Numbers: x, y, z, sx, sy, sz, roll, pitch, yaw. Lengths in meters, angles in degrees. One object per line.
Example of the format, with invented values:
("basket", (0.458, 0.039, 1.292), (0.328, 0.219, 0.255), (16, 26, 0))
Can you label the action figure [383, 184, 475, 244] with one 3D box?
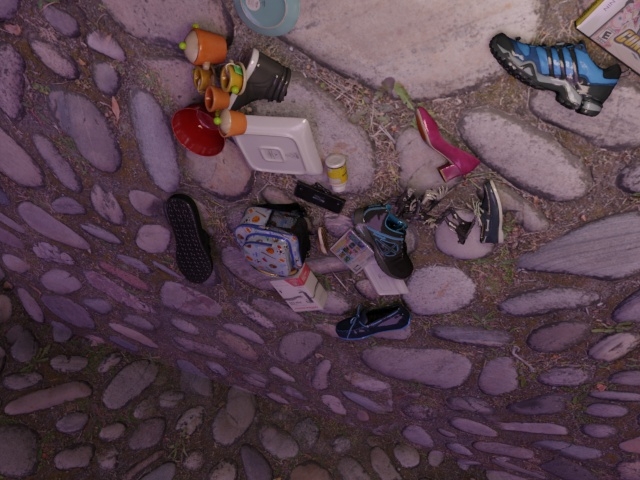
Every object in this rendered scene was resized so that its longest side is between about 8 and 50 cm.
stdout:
("action figure", (0.338, -0.102, 1.495), (0.275, 0.164, 0.141), (27, 122, 15))

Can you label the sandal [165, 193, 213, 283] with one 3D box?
("sandal", (-0.529, -0.006, 2.063), (0.167, 0.107, 0.446), (11, 126, 14))

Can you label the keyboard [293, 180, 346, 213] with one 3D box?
("keyboard", (0.000, -0.159, 1.700), (0.180, 0.023, 0.108), (22, 147, -1))

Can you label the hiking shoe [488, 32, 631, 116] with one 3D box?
("hiking shoe", (0.540, -0.412, 1.135), (0.304, 0.113, 0.132), (30, 110, -1))

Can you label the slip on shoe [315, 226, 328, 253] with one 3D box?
("slip on shoe", (0.000, 0.000, 1.857), (0.041, 0.051, 0.135), (4, 145, 16))

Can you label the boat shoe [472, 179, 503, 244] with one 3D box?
("boat shoe", (0.514, -0.081, 1.504), (0.079, 0.095, 0.254), (-9, 141, 17))

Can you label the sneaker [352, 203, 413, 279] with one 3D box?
("sneaker", (0.249, 0.011, 1.698), (0.139, 0.125, 0.341), (-18, 128, 32))

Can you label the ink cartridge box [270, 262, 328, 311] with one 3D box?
("ink cartridge box", (-0.089, 0.204, 2.090), (0.158, 0.092, 0.218), (-9, 133, 32))

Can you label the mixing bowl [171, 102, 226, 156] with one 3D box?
("mixing bowl", (-0.371, -0.371, 1.569), (0.181, 0.098, 0.181), (13, 140, 11))

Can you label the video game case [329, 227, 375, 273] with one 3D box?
("video game case", (0.125, 0.041, 1.840), (0.143, 0.019, 0.157), (43, 139, 0))

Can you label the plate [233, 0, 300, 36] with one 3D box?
("plate", (-0.144, -0.611, 1.257), (0.188, 0.024, 0.188), (12, 140, 10))

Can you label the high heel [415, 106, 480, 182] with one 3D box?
("high heel", (0.358, -0.285, 1.377), (0.117, 0.082, 0.244), (-29, 109, 7))

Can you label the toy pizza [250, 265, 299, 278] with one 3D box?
("toy pizza", (-0.182, 0.092, 1.944), (0.201, 0.201, 0.032), (16, 111, 8))

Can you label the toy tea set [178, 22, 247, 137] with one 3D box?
("toy tea set", (-0.301, -0.428, 1.328), (0.124, 0.336, 0.200), (-8, 140, -34))

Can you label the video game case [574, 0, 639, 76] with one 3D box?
("video game case", (0.730, -0.470, 1.014), (0.275, 0.035, 0.248), (30, 139, -10))

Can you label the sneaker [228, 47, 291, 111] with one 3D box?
("sneaker", (-0.184, -0.426, 1.422), (0.147, 0.104, 0.296), (18, 157, -24))

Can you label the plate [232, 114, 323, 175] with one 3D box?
("plate", (-0.147, -0.286, 1.546), (0.278, 0.045, 0.277), (7, 154, 15))

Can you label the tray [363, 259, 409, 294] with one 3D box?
("tray", (0.238, 0.133, 1.912), (0.145, 0.030, 0.270), (-7, 132, 29))

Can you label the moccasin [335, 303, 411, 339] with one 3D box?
("moccasin", (0.212, 0.325, 2.083), (0.342, 0.138, 0.117), (-19, 122, 21))

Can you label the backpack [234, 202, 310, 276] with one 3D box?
("backpack", (-0.185, -0.003, 1.824), (0.263, 0.213, 0.276), (18, 142, 18))

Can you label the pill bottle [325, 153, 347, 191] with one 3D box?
("pill bottle", (0.054, -0.215, 1.579), (0.065, 0.065, 0.116), (7, 139, 17))
